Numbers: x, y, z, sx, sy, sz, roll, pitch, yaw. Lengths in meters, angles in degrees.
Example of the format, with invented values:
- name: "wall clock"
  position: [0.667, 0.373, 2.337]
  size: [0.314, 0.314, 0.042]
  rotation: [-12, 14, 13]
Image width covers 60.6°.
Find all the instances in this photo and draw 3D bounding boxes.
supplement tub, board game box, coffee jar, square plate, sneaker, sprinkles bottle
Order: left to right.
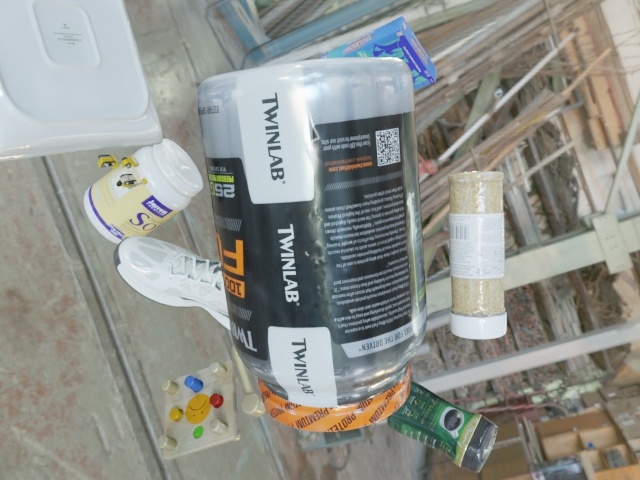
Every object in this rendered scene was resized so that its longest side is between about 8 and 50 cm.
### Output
- name: "square plate"
  position: [-0.400, -0.306, 0.833]
  size: [0.347, 0.049, 0.345]
  rotation: [-26, 104, -58]
- name: "supplement tub"
  position: [-0.584, -0.161, 1.822]
  size: [0.241, 0.331, 0.241]
  rotation: [53, 15, -20]
- name: "sneaker"
  position: [-0.264, 0.068, 1.345]
  size: [0.447, 0.257, 0.169]
  rotation: [28, 47, -18]
- name: "supplement tub"
  position: [0.000, 0.000, 0.555]
  size: [0.207, 0.206, 0.339]
  rotation: [-54, 139, -72]
- name: "board game box"
  position: [0.127, -0.381, 1.215]
  size: [0.160, 0.210, 0.047]
  rotation: [39, 50, -40]
- name: "coffee jar"
  position: [0.221, 0.337, 0.998]
  size: [0.096, 0.184, 0.079]
  rotation: [-47, 148, -36]
- name: "sprinkles bottle"
  position: [0.341, 0.029, 1.194]
  size: [0.121, 0.121, 0.356]
  rotation: [-23, 111, -75]

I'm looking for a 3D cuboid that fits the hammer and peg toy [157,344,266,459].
- name: "hammer and peg toy"
  position: [-0.324, 0.498, 1.688]
  size: [0.127, 0.361, 0.266]
  rotation: [52, 21, -48]

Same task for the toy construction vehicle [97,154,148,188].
- name: "toy construction vehicle"
  position: [-0.452, -0.156, 1.253]
  size: [0.086, 0.035, 0.098]
  rotation: [52, 29, 9]
